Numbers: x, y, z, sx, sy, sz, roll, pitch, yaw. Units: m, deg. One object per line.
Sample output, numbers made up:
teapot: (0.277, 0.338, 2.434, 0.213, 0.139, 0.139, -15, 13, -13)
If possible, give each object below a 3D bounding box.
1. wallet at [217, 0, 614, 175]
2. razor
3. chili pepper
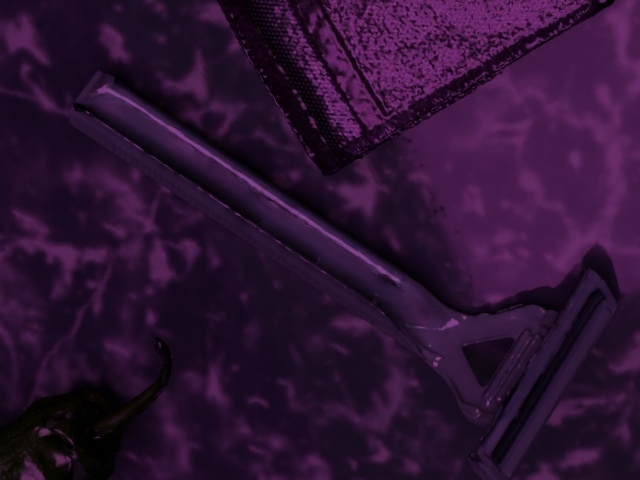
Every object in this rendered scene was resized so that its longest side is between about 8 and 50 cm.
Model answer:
wallet: (0.042, -0.116, 0.850, 0.166, 0.030, 0.111, -32, 86, 18)
razor: (-0.001, 0.003, 0.898, 0.278, 0.056, 0.111, 32, 73, 9)
chili pepper: (-0.187, 0.112, 0.962, 0.278, 0.065, 0.122, -7, 108, 19)
